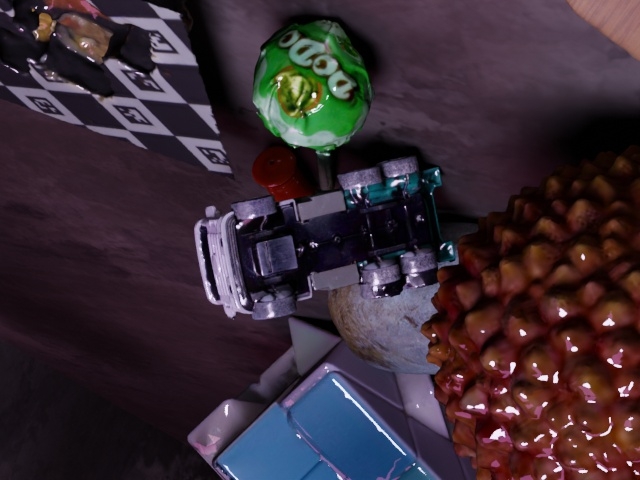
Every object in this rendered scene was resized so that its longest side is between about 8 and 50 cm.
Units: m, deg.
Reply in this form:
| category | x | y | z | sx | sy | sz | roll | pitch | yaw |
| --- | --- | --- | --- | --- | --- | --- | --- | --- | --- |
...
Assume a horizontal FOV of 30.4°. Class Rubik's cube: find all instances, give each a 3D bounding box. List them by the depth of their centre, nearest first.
| category | x | y | z | sx | sy | sz | roll | pitch | yaw |
| --- | --- | --- | --- | --- | --- | --- | --- | --- | --- |
| Rubik's cube | 0.035 | 0.293 | 1.562 | 0.387 | 0.358 | 0.368 | 48 | -161 | 2 |

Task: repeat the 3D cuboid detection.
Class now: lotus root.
| category | x | y | z | sx | sy | sz | roll | pitch | yaw |
| --- | --- | --- | --- | --- | --- | --- | --- | --- | --- |
| lotus root | 0.139 | 0.061 | 1.095 | 0.158 | 0.140 | 0.322 | 37 | 154 | -33 |

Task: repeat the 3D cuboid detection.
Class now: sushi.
| category | x | y | z | sx | sy | sz | roll | pitch | yaw |
| --- | --- | --- | --- | --- | --- | --- | --- | --- | --- |
| sushi | -0.208 | -0.176 | 0.983 | 0.294 | 0.059 | 0.292 | 20 | 160 | 10 |

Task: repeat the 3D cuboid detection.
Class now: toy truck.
| category | x | y | z | sx | sy | sz | roll | pitch | yaw |
| --- | --- | --- | --- | --- | --- | --- | --- | --- | --- |
| toy truck | 0.000 | 0.000 | 0.997 | 0.216 | 0.110 | 0.116 | -14 | -175 | -28 |

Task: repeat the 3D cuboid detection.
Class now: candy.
| category | x | y | z | sx | sy | sz | roll | pitch | yaw |
| --- | --- | --- | --- | --- | --- | --- | --- | --- | --- |
| candy | 0.001 | -0.087 | 0.981 | 0.097 | 0.097 | 0.323 | 21 | 169 | 8 |

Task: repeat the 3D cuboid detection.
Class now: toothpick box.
| category | x | y | z | sx | sy | sz | roll | pitch | yaw |
| --- | --- | --- | --- | --- | --- | --- | --- | --- | --- |
| toothpick box | -0.031 | -0.053 | 1.128 | 0.047 | 0.047 | 0.083 | 13 | 157 | 28 |

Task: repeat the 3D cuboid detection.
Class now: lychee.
| category | x | y | z | sx | sy | sz | roll | pitch | yaw |
| --- | --- | --- | --- | --- | --- | --- | --- | --- | --- |
| lychee | 0.230 | 0.080 | 0.792 | 0.306 | 0.306 | 0.330 | 11 | -164 | 33 |

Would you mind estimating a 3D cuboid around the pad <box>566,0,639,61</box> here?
| category | x | y | z | sx | sy | sz | roll | pitch | yaw |
| --- | --- | --- | --- | --- | --- | --- | --- | --- | --- |
| pad | 0.264 | -0.112 | 0.563 | 0.284 | 0.018 | 0.286 | 38 | 162 | 6 |
